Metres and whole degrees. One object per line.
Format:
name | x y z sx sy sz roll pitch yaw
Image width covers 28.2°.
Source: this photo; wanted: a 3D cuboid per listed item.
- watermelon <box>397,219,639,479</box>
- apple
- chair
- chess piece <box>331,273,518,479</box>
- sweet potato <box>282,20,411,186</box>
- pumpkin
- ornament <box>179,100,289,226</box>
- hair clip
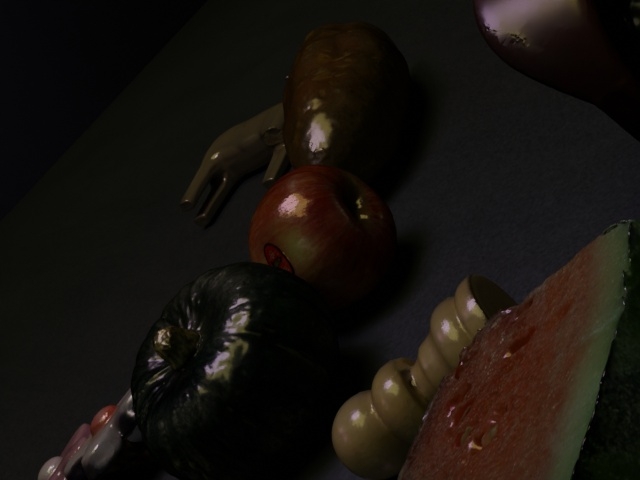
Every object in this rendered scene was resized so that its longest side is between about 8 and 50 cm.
watermelon | 0.142 0.114 0.764 0.193 0.140 0.257 -59 15 -27
apple | 0.000 0.000 1.233 0.131 0.146 0.146 -42 17 33
chair | 0.324 -0.201 0.884 0.401 0.226 0.226 -26 26 39
chess piece | 0.077 0.109 0.930 0.170 0.094 0.094 -40 19 17
sweet potato | 0.030 -0.154 1.486 0.158 0.158 0.369 -36 20 18
pumpkin | -0.082 0.115 1.125 0.211 0.152 0.211 -42 19 19
ornament | -0.071 -0.149 1.791 0.230 0.061 0.245 -25 30 38
hair clip | -0.238 0.228 1.331 0.257 0.075 0.146 -34 26 37
